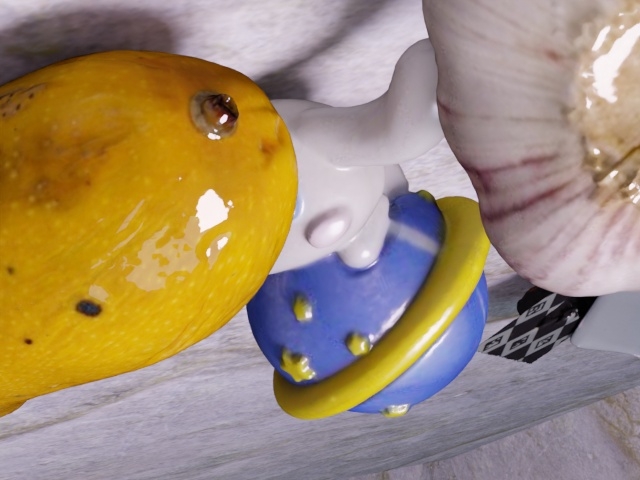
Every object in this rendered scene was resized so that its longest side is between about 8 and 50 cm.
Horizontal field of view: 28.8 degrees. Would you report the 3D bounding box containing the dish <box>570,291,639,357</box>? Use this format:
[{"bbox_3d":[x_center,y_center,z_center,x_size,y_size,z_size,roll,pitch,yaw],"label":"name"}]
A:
[{"bbox_3d":[0.413,0.063,1.459,0.181,0.080,0.243,-22,155,-19],"label":"dish"}]

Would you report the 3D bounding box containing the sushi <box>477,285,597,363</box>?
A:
[{"bbox_3d":[0.292,0.053,1.455,0.231,0.047,0.219,-38,156,16],"label":"sushi"}]

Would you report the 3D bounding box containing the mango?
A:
[{"bbox_3d":[-0.155,0.013,0.659,0.359,0.144,0.187,-28,145,35],"label":"mango"}]

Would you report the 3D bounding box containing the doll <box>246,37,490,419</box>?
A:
[{"bbox_3d":[0.023,-0.016,0.748,0.311,0.242,0.159,-37,-170,47],"label":"doll"}]

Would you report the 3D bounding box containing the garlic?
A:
[{"bbox_3d":[0.179,-0.111,0.574,0.245,0.245,0.253,-29,-166,34],"label":"garlic"}]
